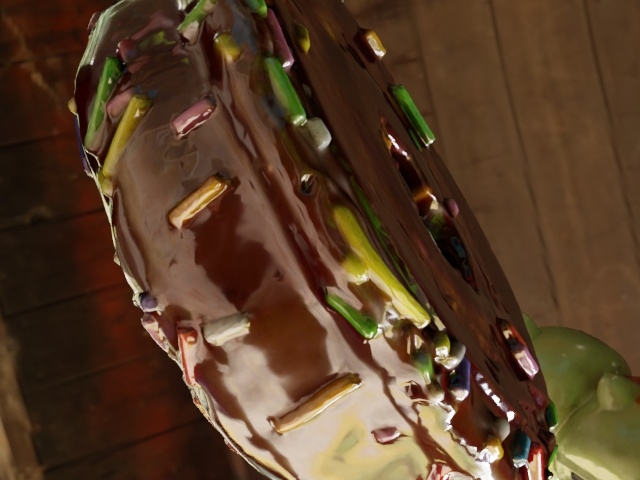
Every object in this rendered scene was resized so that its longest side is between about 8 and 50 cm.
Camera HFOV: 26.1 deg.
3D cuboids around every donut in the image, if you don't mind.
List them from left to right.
[{"bbox_3d":[0.000,0.000,0.478,0.089,0.235,0.235,-29,-104,12],"label":"donut"}]

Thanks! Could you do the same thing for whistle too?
[{"bbox_3d":[0.218,0.144,0.955,0.288,0.106,0.131,31,-33,38],"label":"whistle"}]
